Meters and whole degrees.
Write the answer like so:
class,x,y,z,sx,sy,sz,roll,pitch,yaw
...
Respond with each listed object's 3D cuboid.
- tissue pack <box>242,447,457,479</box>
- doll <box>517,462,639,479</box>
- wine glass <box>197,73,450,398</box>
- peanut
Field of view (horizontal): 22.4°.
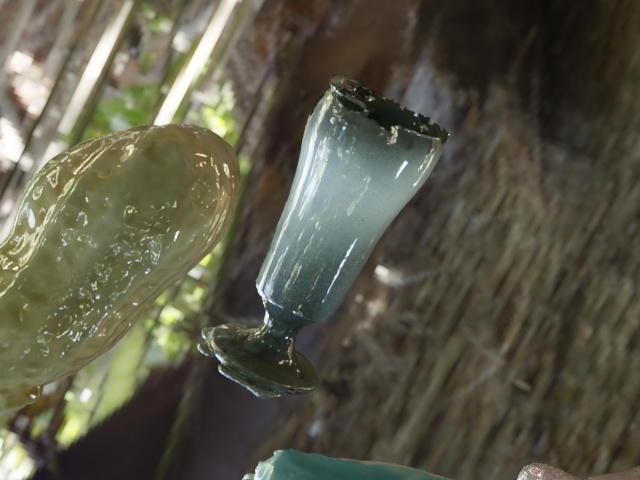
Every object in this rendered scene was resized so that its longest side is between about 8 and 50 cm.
class,x,y,z,sx,sy,sz,roll,pitch,yaw
tissue pack,0.063,0.206,0.516,0.201,0.124,0.271,15,-147,-33
doll,0.175,0.210,1.056,0.149,0.192,0.095,-5,-130,-27
wine glass,0.000,0.000,0.813,0.072,0.155,0.072,24,-163,-8
peanut,-0.200,0.017,1.343,0.152,0.313,0.152,41,-166,-13
